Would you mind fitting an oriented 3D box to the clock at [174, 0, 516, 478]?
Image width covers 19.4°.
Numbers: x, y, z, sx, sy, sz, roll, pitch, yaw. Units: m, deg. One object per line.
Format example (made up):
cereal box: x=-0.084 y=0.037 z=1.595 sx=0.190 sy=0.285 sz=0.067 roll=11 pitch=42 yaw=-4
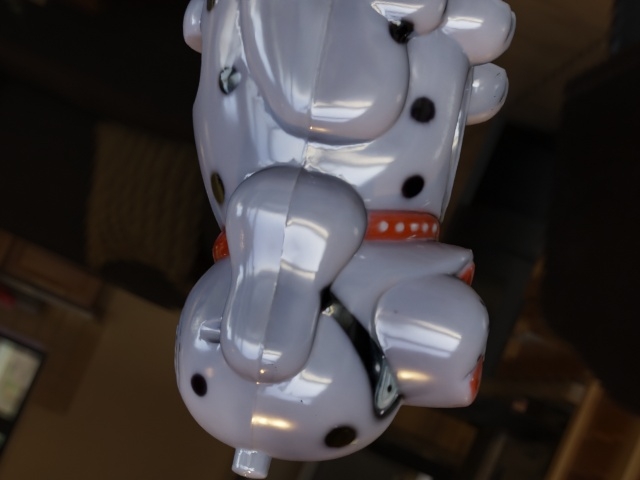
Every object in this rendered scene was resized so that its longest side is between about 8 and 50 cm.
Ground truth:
clock: x=0.003 y=-0.002 z=0.953 sx=0.189 sy=0.253 sz=0.189 roll=7 pitch=163 yaw=2
